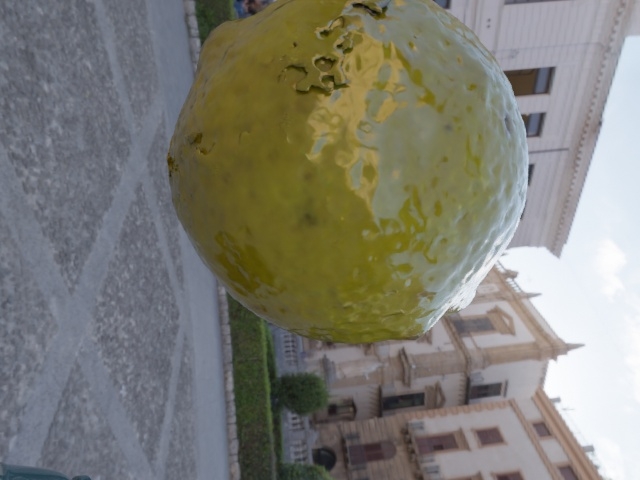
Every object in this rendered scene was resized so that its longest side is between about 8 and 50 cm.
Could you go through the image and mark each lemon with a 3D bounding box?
[{"bbox_3d":[0.036,-0.067,0.505,0.387,0.350,0.350,43,11,-18],"label":"lemon"}]

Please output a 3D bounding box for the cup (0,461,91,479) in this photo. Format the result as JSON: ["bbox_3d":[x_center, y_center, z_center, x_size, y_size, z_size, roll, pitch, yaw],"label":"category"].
[{"bbox_3d":[-0.390,0.372,0.481,0.219,0.257,0.290,-39,-136,35],"label":"cup"}]
